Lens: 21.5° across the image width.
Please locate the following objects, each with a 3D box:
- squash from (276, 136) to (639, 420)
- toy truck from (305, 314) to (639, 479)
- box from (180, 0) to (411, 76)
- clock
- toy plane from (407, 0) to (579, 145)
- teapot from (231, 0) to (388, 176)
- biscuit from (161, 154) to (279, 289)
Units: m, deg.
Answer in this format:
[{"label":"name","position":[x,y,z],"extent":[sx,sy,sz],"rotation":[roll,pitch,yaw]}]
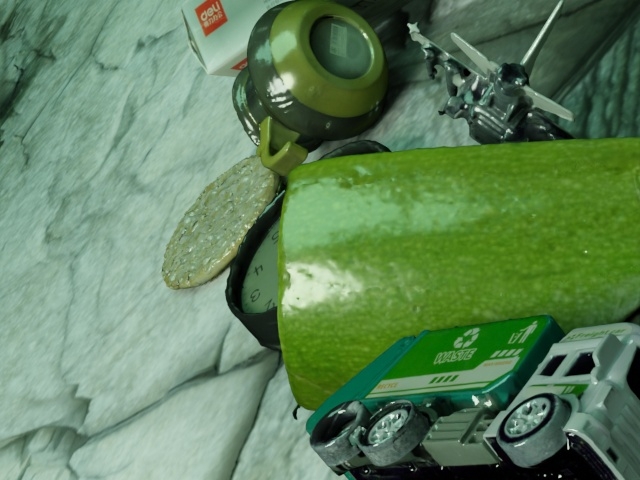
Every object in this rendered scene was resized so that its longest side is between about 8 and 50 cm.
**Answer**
[{"label":"squash","position":[0.118,0.045,1.061],"extent":[0.289,0.203,0.111],"rotation":[0,41,13]},{"label":"toy truck","position":[0.093,0.111,0.920],"extent":[0.253,0.114,0.124],"rotation":[-14,31,51]},{"label":"box","position":[0.014,-0.237,1.501],"extent":[0.269,0.135,0.079],"rotation":[-31,73,31]},{"label":"clock","position":[0.000,0.000,1.309],"extent":[0.184,0.040,0.184],"rotation":[-38,26,23]},{"label":"toy plane","position":[0.121,-0.080,1.107],"extent":[0.082,0.160,0.234],"rotation":[-53,-10,-15]},{"label":"teapot","position":[-0.015,-0.122,1.415],"extent":[0.119,0.130,0.165],"rotation":[-41,26,52]},{"label":"biscuit","position":[-0.089,-0.016,1.504],"extent":[0.152,0.020,0.152],"rotation":[-39,27,25]}]
